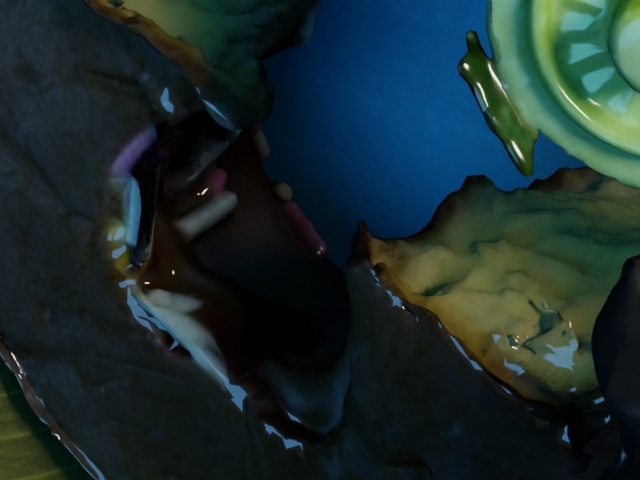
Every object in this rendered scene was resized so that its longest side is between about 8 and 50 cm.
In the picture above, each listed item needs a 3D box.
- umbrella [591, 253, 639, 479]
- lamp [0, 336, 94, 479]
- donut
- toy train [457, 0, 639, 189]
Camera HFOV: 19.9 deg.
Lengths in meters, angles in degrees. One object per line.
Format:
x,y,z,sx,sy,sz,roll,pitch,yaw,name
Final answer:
0.139,0.105,0.518,0.357,0.113,0.106,59,-174,-47,umbrella
-0.190,0.086,0.825,0.250,0.250,0.284,23,114,33,lamp
-0.009,0.012,0.669,0.345,0.136,0.259,41,141,18,donut
0.099,-0.137,0.407,0.188,0.159,0.271,-26,106,31,toy train
